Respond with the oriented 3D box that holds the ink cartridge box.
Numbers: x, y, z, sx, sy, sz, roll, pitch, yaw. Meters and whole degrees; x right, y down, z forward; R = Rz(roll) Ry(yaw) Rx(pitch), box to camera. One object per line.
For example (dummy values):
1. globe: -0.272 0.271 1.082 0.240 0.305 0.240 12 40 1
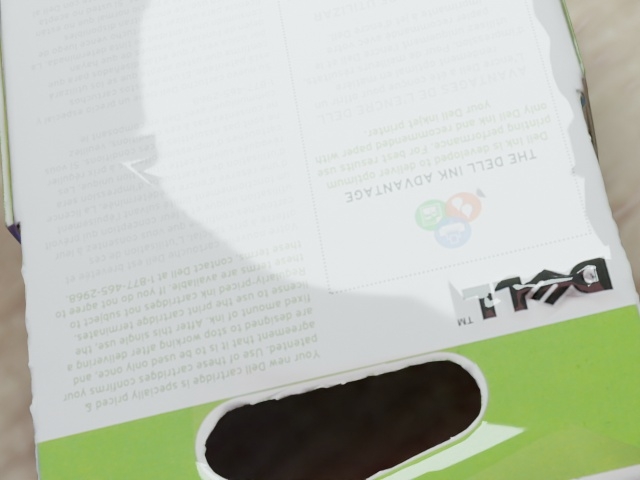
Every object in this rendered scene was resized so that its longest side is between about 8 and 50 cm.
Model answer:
1. ink cartridge box: 0.000 0.000 0.579 0.189 0.097 0.255 -13 56 5
